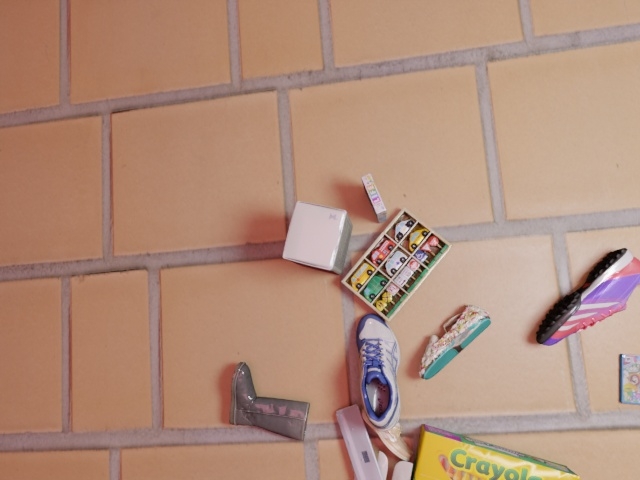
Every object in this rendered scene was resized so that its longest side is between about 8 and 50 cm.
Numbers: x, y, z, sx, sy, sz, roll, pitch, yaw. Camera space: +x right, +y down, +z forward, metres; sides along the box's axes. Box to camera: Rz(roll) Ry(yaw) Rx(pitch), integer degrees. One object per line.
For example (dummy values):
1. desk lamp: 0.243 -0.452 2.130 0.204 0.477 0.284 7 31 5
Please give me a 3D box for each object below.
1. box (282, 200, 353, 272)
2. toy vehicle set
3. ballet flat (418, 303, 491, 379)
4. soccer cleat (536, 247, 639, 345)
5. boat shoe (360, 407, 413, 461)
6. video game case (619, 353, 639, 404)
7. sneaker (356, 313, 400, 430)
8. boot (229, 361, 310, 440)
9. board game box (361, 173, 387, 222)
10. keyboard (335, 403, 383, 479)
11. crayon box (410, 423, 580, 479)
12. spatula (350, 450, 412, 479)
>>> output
1. box: 0.000 0.000 1.298 0.127 0.232 0.148 13 84 10
2. toy vehicle set: 0.203 0.064 1.348 0.166 0.035 0.266 39 86 12
3. ballet flat: 0.333 0.257 1.300 0.241 0.091 0.077 -41 48 -2
4. soccer cleat: 0.672 0.162 1.239 0.318 0.108 0.116 -44 82 -1
5. boat shoe: 0.179 0.486 1.292 0.170 0.063 0.059 44 97 12
6. video game case: 0.824 0.345 1.233 0.167 0.015 0.119 3 83 9
7. sneaker: 0.148 0.319 1.265 0.112 0.131 0.296 -11 65 8
8. boot: -0.132 0.428 1.344 0.209 0.076 0.189 5 98 16
9. board game box: 0.144 -0.107 1.329 0.026 0.154 0.103 -23 79 5
10. keyboard: 0.108 0.553 1.284 0.072 0.014 0.255 -27 72 25
11. crayon box: 0.393 0.656 1.214 0.363 0.106 0.312 13 85 10
12. spatula: 0.137 0.649 1.275 0.168 0.019 0.241 10 91 31
